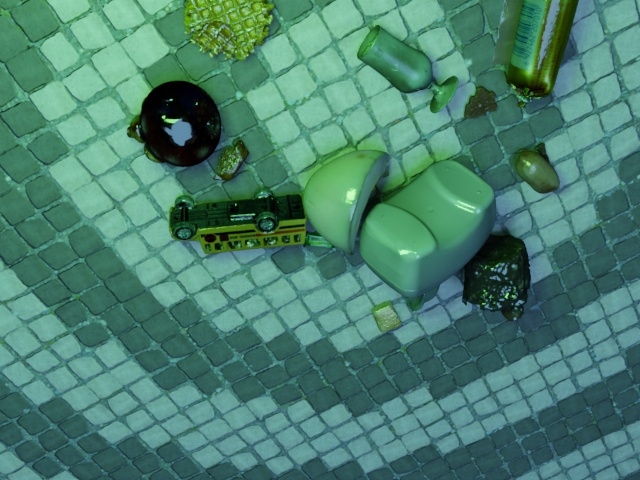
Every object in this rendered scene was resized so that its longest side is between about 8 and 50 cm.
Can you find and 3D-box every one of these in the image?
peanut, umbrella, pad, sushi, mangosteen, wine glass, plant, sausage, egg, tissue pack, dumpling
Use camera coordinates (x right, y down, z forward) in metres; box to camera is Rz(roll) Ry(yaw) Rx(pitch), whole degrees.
[{"bbox_3d":[0.562,-0.173,1.927,0.152,0.076,0.076,39,108,-24],"label":"peanut"},{"bbox_3d":[0.577,-0.225,1.932,0.083,0.020,0.031,49,64,-29],"label":"umbrella"},{"bbox_3d":[0.474,-0.503,1.754,0.113,0.006,0.188,0,121,-8],"label":"pad"},{"bbox_3d":[-0.220,-0.192,1.810,0.060,0.061,0.118,31,92,-15],"label":"sushi"},{"bbox_3d":[-0.336,-0.257,1.688,0.230,0.194,0.194,-12,126,31],"label":"mangosteen"},{"bbox_3d":[0.200,-0.396,1.720,0.231,0.103,0.103,30,112,-21],"label":"wine glass"},{"bbox_3d":[0.478,0.104,2.021,0.178,0.204,0.234,2,126,17],"label":"plant"},{"bbox_3d":[0.510,-0.454,1.719,0.125,0.117,0.317,8,120,3],"label":"sausage"},{"bbox_3d":[0.046,-0.118,1.815,0.161,0.206,0.271,19,84,16],"label":"egg"},{"bbox_3d":[0.264,-0.017,1.839,0.333,0.229,0.236,-36,149,-21],"label":"tissue pack"},{"bbox_3d":[0.266,0.114,2.021,0.104,0.149,0.217,30,128,21],"label":"dumpling"}]

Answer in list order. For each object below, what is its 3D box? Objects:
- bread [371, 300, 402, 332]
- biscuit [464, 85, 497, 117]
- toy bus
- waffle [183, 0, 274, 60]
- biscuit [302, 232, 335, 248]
[{"bbox_3d":[0.187,0.219,2.130,0.070,0.035,0.083,-27,115,7],"label":"bread"},{"bbox_3d":[0.392,-0.334,1.838,0.092,0.016,0.082,-41,123,17],"label":"biscuit"},{"bbox_3d":[-0.205,-0.044,1.864,0.335,0.121,0.123,-6,133,-5],"label":"toy bus"},{"bbox_3d":[-0.199,-0.488,1.622,0.193,0.070,0.197,3,120,-11],"label":"waffle"},{"bbox_3d":[0.000,0.000,1.979,0.089,0.016,0.046,5,122,-11],"label":"biscuit"}]
